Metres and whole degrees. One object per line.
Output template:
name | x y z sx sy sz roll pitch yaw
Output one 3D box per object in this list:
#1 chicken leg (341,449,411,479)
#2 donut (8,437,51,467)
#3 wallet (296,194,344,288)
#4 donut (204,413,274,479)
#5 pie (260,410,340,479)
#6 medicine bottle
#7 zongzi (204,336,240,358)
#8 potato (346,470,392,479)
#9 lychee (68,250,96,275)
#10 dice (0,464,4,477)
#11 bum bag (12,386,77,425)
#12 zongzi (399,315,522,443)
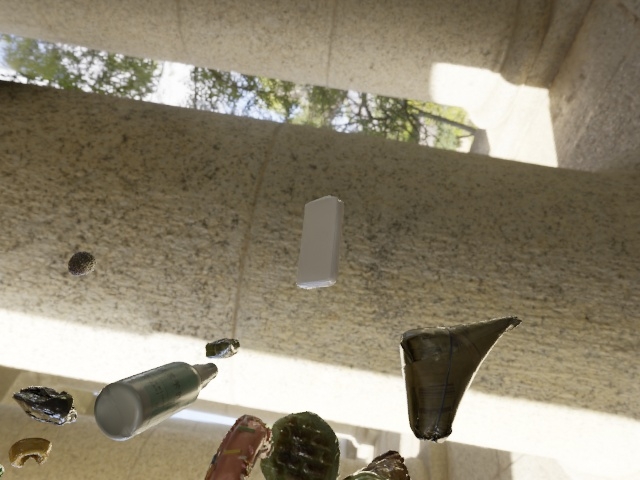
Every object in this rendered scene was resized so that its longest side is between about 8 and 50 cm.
chicken leg | 0.126 0.707 1.235 0.409 0.182 0.295 -42 -9 37
donut | -0.854 0.626 1.304 0.043 0.108 0.097 51 134 50
wallet | 0.000 0.000 0.870 0.033 0.095 0.190 31 -121 -46
donut | -0.178 0.500 0.983 0.199 0.085 0.233 88 -158 -46
pie | -0.066 0.745 1.532 0.071 0.306 0.306 129 153 -69
medicine bottle | -0.331 0.329 0.988 0.352 0.110 0.110 15 -96 -74
zongzi | -0.244 0.294 1.229 0.109 0.119 0.055 5 -113 -52
potato | 0.117 0.635 0.902 0.216 0.216 0.304 94 163 -77
lychee | -0.675 0.067 1.256 0.067 0.068 0.083 -102 33 -56
dice | -1.125 0.774 1.435 0.120 0.128 0.131 48 -135 -29
bum bag | -0.527 0.322 0.862 0.232 0.106 0.060 -42 20 55
zongzi | 0.336 0.319 1.026 0.123 0.289 0.260 75 -171 -76
